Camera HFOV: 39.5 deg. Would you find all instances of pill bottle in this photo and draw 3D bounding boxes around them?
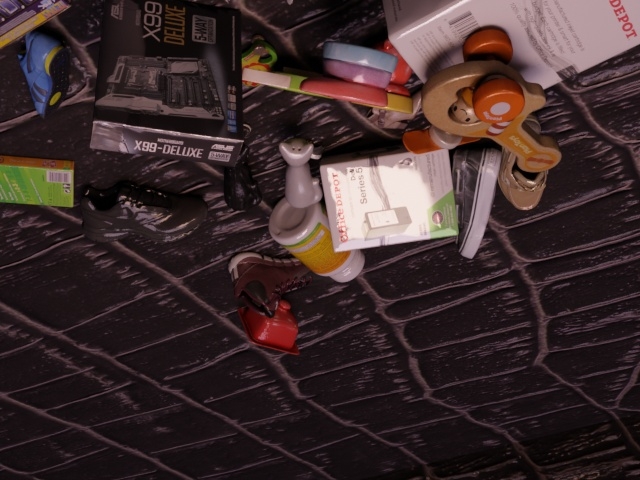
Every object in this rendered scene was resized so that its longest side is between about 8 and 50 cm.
[{"bbox_3d":[0.000,0.000,2.076,0.136,0.136,0.246,-24,140,23],"label":"pill bottle"}]

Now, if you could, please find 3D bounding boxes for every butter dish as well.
[{"bbox_3d":[-0.119,0.208,2.356,0.160,0.160,0.118,18,115,-30],"label":"butter dish"}]

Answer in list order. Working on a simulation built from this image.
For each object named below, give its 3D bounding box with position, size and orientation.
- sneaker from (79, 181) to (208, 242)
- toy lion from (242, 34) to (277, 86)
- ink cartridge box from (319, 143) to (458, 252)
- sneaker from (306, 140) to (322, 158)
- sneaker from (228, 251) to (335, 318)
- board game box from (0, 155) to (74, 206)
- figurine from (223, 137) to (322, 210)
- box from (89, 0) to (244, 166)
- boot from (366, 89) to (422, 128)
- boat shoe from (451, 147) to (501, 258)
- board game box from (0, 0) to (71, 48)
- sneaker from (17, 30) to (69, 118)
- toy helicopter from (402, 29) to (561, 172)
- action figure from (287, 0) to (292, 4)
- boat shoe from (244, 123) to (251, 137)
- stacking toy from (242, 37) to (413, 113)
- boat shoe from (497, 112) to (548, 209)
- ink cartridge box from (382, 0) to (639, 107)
[{"bbox_3d":[-0.393,-0.068,1.963,0.286,0.109,0.130,-6,137,-4],"label":"sneaker"},{"bbox_3d":[-0.122,-0.336,1.700,0.100,0.034,0.096,-29,145,28],"label":"toy lion"},{"bbox_3d":[0.145,-0.096,1.913,0.273,0.115,0.198,-9,104,4],"label":"ink cartridge box"},{"bbox_3d":[-0.034,-0.199,1.899,0.083,0.031,0.035,8,123,-18],"label":"sneaker"},{"bbox_3d":[-0.089,0.125,2.209,0.281,0.162,0.106,4,142,-13],"label":"sneaker"},{"bbox_3d":[-0.660,-0.129,1.897,0.260,0.039,0.124,2,142,-15],"label":"board game box"},{"bbox_3d":[-0.107,-0.149,1.858,0.215,0.092,0.209,-2,154,2],"label":"figurine"},{"bbox_3d":[-0.258,-0.280,1.521,0.243,0.307,0.076,7,146,-16],"label":"box"},{"bbox_3d":[0.150,-0.273,1.815,0.087,0.042,0.118,17,131,-16],"label":"boot"},{"bbox_3d":[0.334,-0.094,2.038,0.119,0.121,0.335,14,139,11],"label":"boat shoe"},{"bbox_3d":[-0.534,-0.419,1.512,0.170,0.048,0.141,-23,142,21],"label":"board game box"},{"bbox_3d":[-0.519,-0.312,1.659,0.082,0.069,0.209,34,147,2],"label":"sneaker"},{"bbox_3d":[0.304,-0.200,1.583,0.235,0.140,0.355,-28,142,32],"label":"toy helicopter"},{"bbox_3d":[-0.159,-0.441,1.498,0.232,0.137,0.063,9,99,-6],"label":"action figure"},{"bbox_3d":[-0.204,-0.209,1.849,0.125,0.038,0.046,-12,143,9],"label":"boat shoe"},{"bbox_3d":[0.028,-0.322,1.612,0.280,0.130,0.309,14,-172,14],"label":"stacking toy"},{"bbox_3d":[0.451,-0.152,1.967,0.109,0.098,0.302,-10,143,6],"label":"boat shoe"},{"bbox_3d":[0.346,-0.407,1.552,0.395,0.166,0.285,-24,141,24],"label":"ink cartridge box"}]
